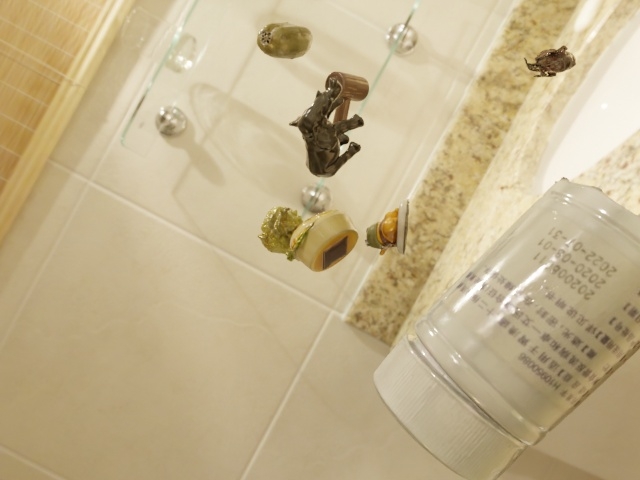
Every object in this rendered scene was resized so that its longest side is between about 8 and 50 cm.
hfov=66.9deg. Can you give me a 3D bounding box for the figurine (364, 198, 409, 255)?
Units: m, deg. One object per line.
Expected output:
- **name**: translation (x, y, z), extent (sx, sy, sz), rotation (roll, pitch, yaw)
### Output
- **figurine**: translation (0.216, -0.048, 1.590), extent (0.249, 0.141, 0.166), rotation (80, -160, -53)

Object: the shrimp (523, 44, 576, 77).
- **shrimp**: translation (0.576, -0.446, 1.216), extent (0.190, 0.073, 0.074), rotation (-23, -62, -29)

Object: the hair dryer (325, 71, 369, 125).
- **hair dryer**: translation (0.055, -0.322, 1.210), extent (0.117, 0.064, 0.181), rotation (-11, -59, -50)

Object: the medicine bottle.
- **medicine bottle**: translation (0.237, 0.110, 0.576), extent (0.332, 0.190, 0.190), rotation (-47, 3, 7)

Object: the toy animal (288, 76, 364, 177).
- **toy animal**: translation (0.021, -0.229, 1.044), extent (0.146, 0.115, 0.245), rotation (-40, -41, -20)

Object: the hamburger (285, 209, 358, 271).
- **hamburger**: translation (0.000, 0.000, 0.903), extent (0.141, 0.081, 0.126), rotation (-39, -25, -3)

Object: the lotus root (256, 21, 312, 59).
- **lotus root**: translation (-0.074, -0.469, 1.142), extent (0.183, 0.091, 0.077), rotation (-36, -36, -53)

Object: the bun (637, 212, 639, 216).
- **bun**: translation (0.767, -0.009, 0.930), extent (0.175, 0.263, 0.263), rotation (-51, 5, 17)

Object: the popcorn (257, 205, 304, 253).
- **popcorn**: translation (-0.108, -0.022, 1.670), extent (0.168, 0.195, 0.173), rotation (-59, -9, -39)
